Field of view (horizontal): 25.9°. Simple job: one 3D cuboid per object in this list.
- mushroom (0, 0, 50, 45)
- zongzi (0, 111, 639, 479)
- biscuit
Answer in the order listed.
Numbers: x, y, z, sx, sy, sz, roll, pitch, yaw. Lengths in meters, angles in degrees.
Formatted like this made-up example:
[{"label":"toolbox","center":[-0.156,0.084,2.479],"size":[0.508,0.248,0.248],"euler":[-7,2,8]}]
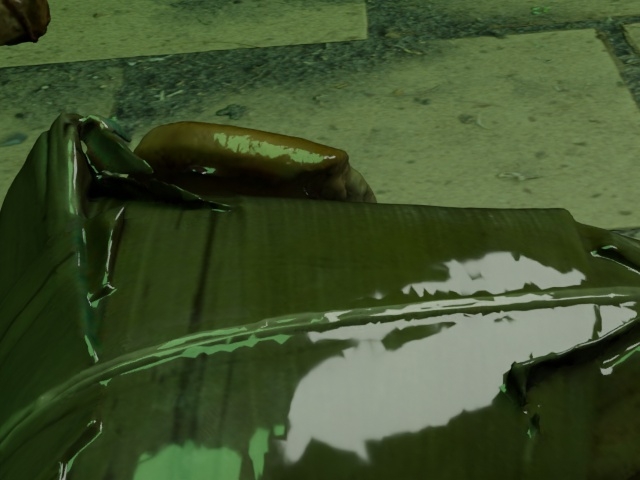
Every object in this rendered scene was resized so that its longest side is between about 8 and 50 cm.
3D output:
[{"label":"mushroom","center":[-0.345,-0.080,1.018],"size":[0.233,0.301,0.208],"euler":[30,-10,2]},{"label":"zongzi","center":[0.073,0.127,0.521],"size":[0.447,0.181,0.418],"euler":[3,38,-2]},{"label":"biscuit","center":[-0.003,0.000,0.843],"size":[0.154,0.299,0.045],"euler":[1,70,30]}]
